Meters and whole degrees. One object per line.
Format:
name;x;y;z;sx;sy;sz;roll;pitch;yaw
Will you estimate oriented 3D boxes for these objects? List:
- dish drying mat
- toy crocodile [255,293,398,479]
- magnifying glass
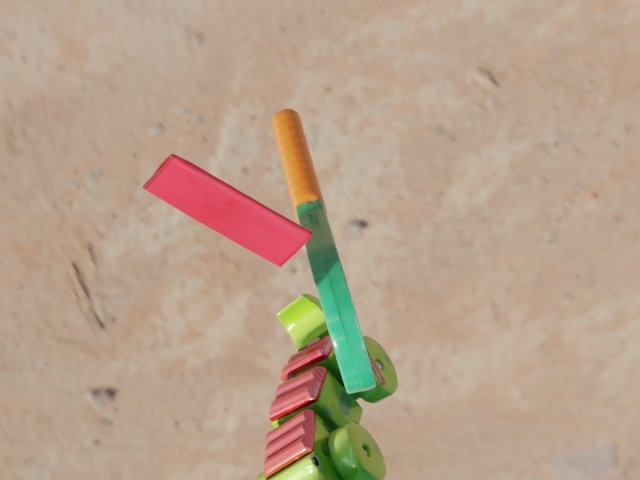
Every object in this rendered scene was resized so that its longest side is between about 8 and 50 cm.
dish drying mat;-0.046;-0.015;0.785;0.083;0.008;0.032;30;136;-18
toy crocodile;-0.005;0.175;1.512;0.115;0.340;0.105;-31;115;25
magnifying glass;0.000;0.000;1.011;0.026;0.231;0.092;-17;137;-1
